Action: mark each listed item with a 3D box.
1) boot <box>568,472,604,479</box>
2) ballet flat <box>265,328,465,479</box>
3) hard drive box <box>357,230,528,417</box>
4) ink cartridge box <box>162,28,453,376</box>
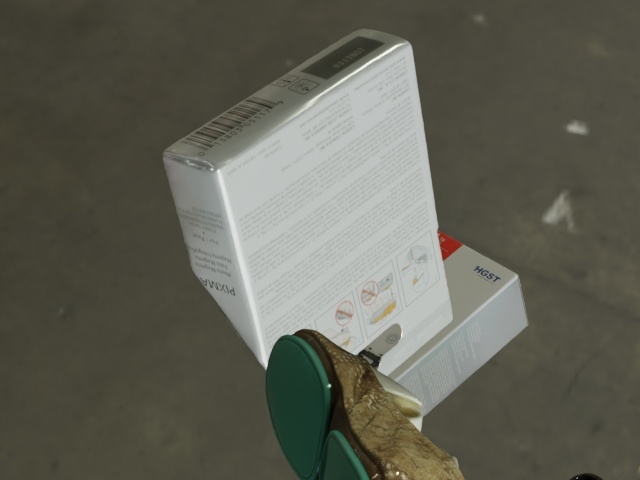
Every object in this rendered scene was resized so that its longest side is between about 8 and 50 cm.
[{"bbox_3d":[0.330,0.366,1.649,0.083,0.161,0.246,-28,51,-21],"label":"boot"},{"bbox_3d":[0.025,0.103,0.784,0.067,0.073,0.206,7,20,-17],"label":"ballet flat"},{"bbox_3d":[0.095,0.101,1.854,0.232,0.089,0.181,-39,45,-23],"label":"hard drive box"},{"bbox_3d":[0.000,0.000,1.080,0.066,0.232,0.189,23,46,37],"label":"ink cartridge box"}]
